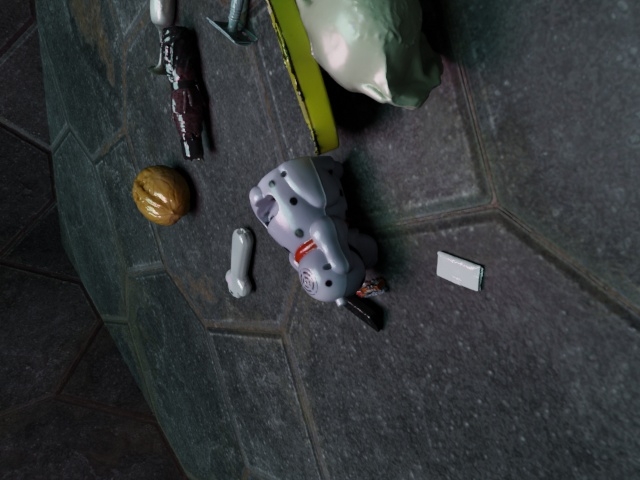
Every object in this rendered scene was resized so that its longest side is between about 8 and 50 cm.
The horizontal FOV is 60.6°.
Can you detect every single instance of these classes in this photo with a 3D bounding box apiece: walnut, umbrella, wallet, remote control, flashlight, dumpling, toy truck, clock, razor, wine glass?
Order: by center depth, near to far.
[{"bbox_3d":[0.072,-0.291,0.742,0.258,0.193,0.147,50,138,3],"label":"dumpling"},{"bbox_3d":[0.214,0.047,0.850,0.083,0.011,0.044,24,124,47],"label":"wallet"},{"bbox_3d":[-0.020,-0.284,0.889,0.277,0.071,0.293,64,-172,-77],"label":"clock"},{"bbox_3d":[0.001,-0.003,0.979,0.253,0.189,0.189,61,144,17],"label":"clock"},{"bbox_3d":[0.092,0.091,1.027,0.032,0.024,0.083,50,146,-14],"label":"toy truck"},{"bbox_3d":[-0.156,-0.515,1.076,0.106,0.068,0.231,46,133,32],"label":"razor"},{"bbox_3d":[0.031,0.102,1.101,0.245,0.025,0.063,35,160,40],"label":"remote control"},{"bbox_3d":[-0.331,-0.358,1.352,0.090,0.094,0.325,-132,34,-75],"label":"umbrella"},{"bbox_3d":[-0.402,-0.553,1.385,0.074,0.074,0.262,43,134,35],"label":"wine glass"},{"bbox_3d":[-0.202,0.056,1.398,0.093,0.048,0.200,38,130,38],"label":"flashlight"},{"bbox_3d":[-0.454,-0.131,1.571,0.206,0.159,0.159,47,138,40],"label":"walnut"}]
